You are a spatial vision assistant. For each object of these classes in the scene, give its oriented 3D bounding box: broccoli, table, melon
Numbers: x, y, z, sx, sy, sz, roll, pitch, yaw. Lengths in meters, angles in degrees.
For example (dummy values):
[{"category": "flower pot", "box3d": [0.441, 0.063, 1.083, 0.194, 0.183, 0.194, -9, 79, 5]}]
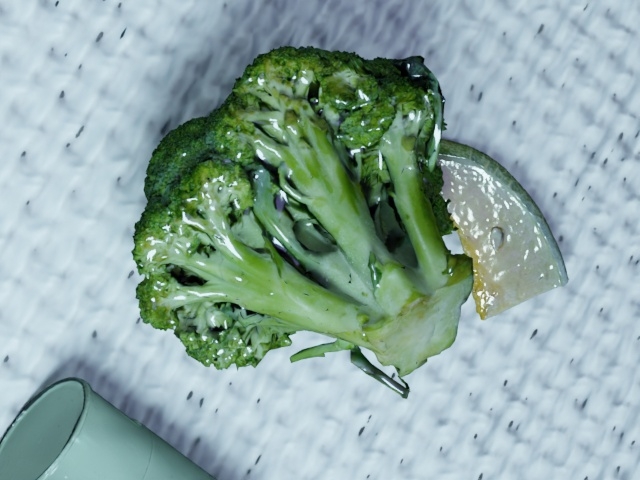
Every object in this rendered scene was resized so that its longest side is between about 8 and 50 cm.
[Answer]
[{"category": "broccoli", "box3d": [0.000, 0.000, 1.561, 0.321, 0.283, 0.304, -38, 144, -9]}, {"category": "table", "box3d": [-0.160, 0.226, 1.585, 0.220, 0.126, 0.126, 40, 78, -25]}, {"category": "melon", "box3d": [0.163, -0.024, 1.772, 0.098, 0.054, 0.182, -24, 107, -7]}]
